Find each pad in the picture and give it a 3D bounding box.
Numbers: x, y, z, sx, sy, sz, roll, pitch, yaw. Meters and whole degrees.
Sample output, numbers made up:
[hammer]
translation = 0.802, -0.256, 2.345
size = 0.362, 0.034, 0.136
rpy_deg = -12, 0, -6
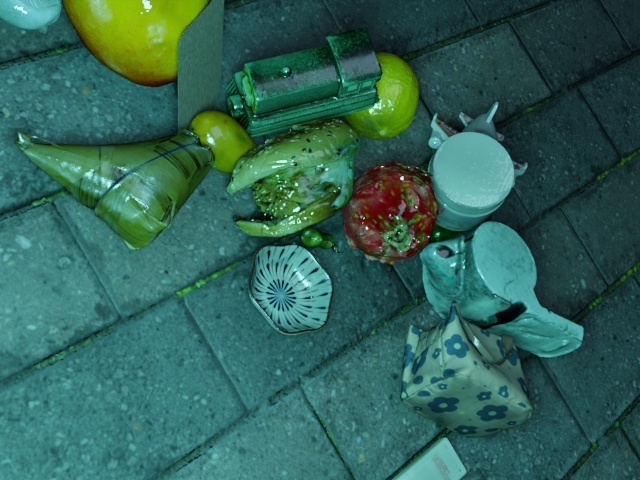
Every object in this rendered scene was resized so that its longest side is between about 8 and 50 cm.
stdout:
[pad]
translation = -0.223, -0.316, 1.800
size = 0.002, 0.266, 0.176
rpy_deg = 22, 50, 10

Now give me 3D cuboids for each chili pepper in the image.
[chili pepper]
translation = 0.317, -0.043, 2.186
size = 0.216, 0.062, 0.108
rpy_deg = -34, 90, -40

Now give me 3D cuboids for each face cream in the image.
[face cream]
translation = 0.308, -0.122, 2.069
size = 0.177, 0.153, 0.177
rpy_deg = 3, 71, -8

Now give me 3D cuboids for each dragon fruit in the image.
[dragon fruit]
translation = 0.139, -0.049, 1.940
size = 0.210, 0.205, 0.268
rpy_deg = 13, 24, -9

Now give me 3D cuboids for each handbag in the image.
[handbag]
translation = 0.287, 0.260, 1.934
size = 0.252, 0.190, 0.193
rpy_deg = 31, 46, -31

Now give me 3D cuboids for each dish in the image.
[dish]
translation = -0.069, 0.098, 1.820
size = 0.191, 0.066, 0.190
rpy_deg = 15, 60, -29

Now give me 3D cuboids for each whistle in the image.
[whistle]
translation = 0.387, 0.129, 2.079
size = 0.404, 0.168, 0.188
rpy_deg = 49, 48, -6

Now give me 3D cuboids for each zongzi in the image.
[zongzi]
translation = -0.352, -0.153, 1.700
size = 0.289, 0.123, 0.260
rpy_deg = 39, 45, -10

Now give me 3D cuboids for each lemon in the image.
[lemon]
translation = 0.128, -0.312, 2.105
size = 0.181, 0.181, 0.193
rpy_deg = 8, 85, -34

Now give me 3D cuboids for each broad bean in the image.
[broad bean]
translation = -0.005, -0.002, 1.869
size = 0.069, 0.227, 0.039
rpy_deg = 20, 91, 14

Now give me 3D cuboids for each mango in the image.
[mango]
translation = -0.183, -0.183, 1.860
size = 0.163, 0.089, 0.111
rpy_deg = 42, 49, -26

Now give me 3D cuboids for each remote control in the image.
[remote control]
translation = 0.205, 0.462, 1.867
size = 0.190, 0.029, 0.087
rpy_deg = -30, 87, -42

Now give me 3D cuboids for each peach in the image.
[peach]
translation = -0.335, -0.444, 1.752
size = 0.289, 0.289, 0.307
rpy_deg = 13, 95, -32

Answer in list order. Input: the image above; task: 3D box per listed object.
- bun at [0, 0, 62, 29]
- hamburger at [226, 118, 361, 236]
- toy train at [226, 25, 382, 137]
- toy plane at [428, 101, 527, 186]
[bun]
translation = -0.533, -0.437, 1.728
size = 0.141, 0.083, 0.140
rpy_deg = 26, 51, -37
[hamburger]
translation = -0.031, -0.125, 1.853
size = 0.288, 0.192, 0.167
rpy_deg = -35, 113, -44
[toy train]
translation = -0.027, -0.320, 1.930
size = 0.330, 0.178, 0.138
rpy_deg = -16, 77, -12
[toy plane]
translation = 0.367, -0.219, 2.263
size = 0.252, 0.118, 0.252
rpy_deg = 15, 48, -17
